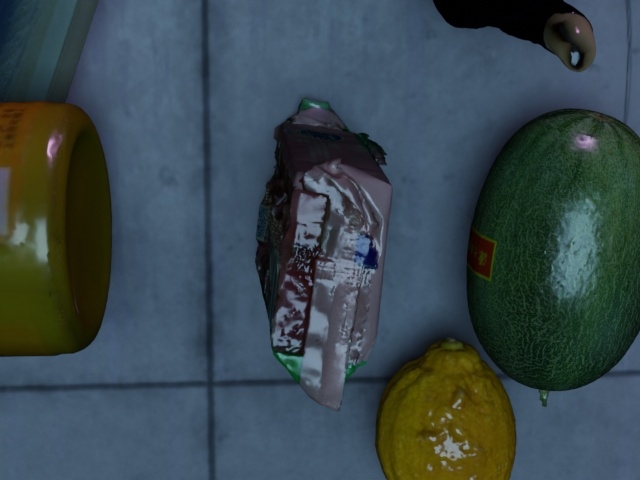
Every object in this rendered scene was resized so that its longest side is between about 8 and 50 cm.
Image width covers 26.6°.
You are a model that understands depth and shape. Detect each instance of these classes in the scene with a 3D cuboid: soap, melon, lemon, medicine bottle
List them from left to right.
[{"bbox_3d":[-0.389,-0.006,1.184,0.384,0.224,0.224,-2,105,2],"label":"medicine bottle"},{"bbox_3d":[-0.003,0.000,1.197,0.098,0.273,0.218,10,103,-7],"label":"soap"},{"bbox_3d":[0.122,0.184,1.324,0.142,0.142,0.187,0,102,-5],"label":"lemon"},{"bbox_3d":[0.226,0.020,1.270,0.182,0.182,0.288,6,100,-7],"label":"melon"}]

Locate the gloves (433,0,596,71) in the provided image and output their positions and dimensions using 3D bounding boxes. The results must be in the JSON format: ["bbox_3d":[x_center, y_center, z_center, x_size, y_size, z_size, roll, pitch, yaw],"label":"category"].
[{"bbox_3d":[0.167,-0.241,1.148,0.152,0.301,0.197,-30,107,-18],"label":"gloves"}]

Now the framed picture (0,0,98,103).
[{"bbox_3d":[-0.316,-0.216,1.190,0.232,0.024,0.315,18,122,-11],"label":"framed picture"}]
